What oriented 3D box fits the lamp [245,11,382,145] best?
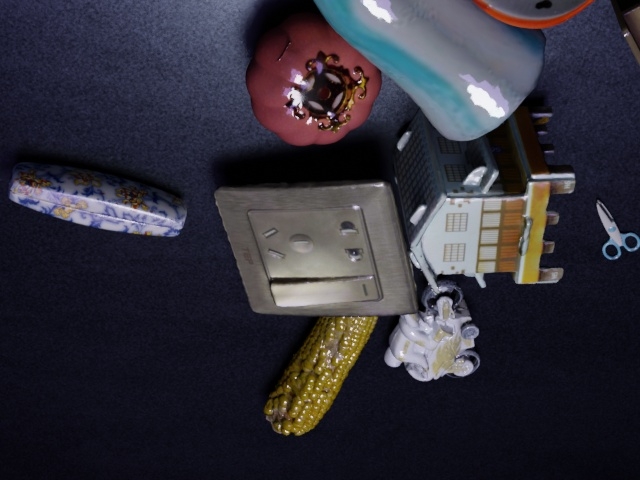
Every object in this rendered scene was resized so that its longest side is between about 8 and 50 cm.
[{"bbox_3d":[-0.011,-0.212,1.812,0.182,0.140,0.182,-9,119,-16],"label":"lamp"}]

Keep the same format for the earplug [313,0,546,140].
[{"bbox_3d":[0.106,-0.284,1.711,0.185,0.185,0.324,-39,124,24],"label":"earplug"}]

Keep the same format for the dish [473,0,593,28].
[{"bbox_3d":[0.254,-0.386,1.623,0.256,0.117,0.256,16,131,19],"label":"dish"}]

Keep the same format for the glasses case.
[{"bbox_3d":[-0.309,-0.056,1.940,0.248,0.087,0.065,14,113,-13],"label":"glasses case"}]

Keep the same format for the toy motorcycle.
[{"bbox_3d":[0.165,0.148,2.137,0.151,0.074,0.228,-17,136,3],"label":"toy motorcycle"}]

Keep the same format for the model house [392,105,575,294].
[{"bbox_3d":[0.215,-0.058,1.882,0.215,0.224,0.198,-3,129,-2],"label":"model house"}]

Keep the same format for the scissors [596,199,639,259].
[{"bbox_3d":[0.429,-0.017,2.059,0.058,0.014,0.119,-26,128,15],"label":"scissors"}]

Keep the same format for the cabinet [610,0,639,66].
[{"bbox_3d":[0.453,-0.299,1.715,0.175,0.215,0.148,-25,124,17],"label":"cabinet"}]

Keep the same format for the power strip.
[{"bbox_3d":[0.001,0.000,1.979,0.257,0.092,0.251,-2,127,14],"label":"power strip"}]

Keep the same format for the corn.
[{"bbox_3d":[0.004,0.185,2.146,0.097,0.097,0.320,19,123,-17],"label":"corn"}]
